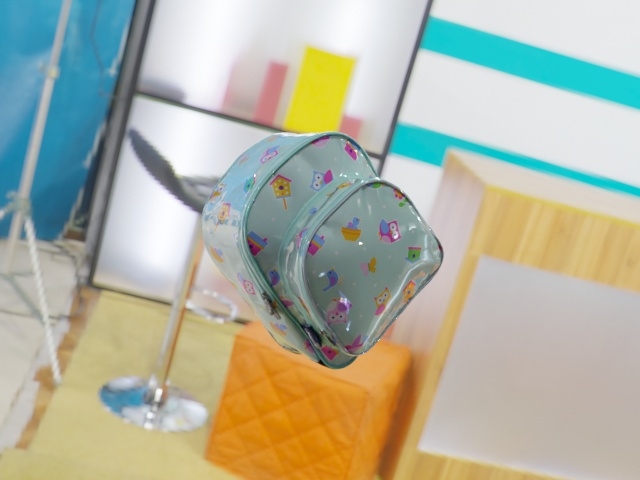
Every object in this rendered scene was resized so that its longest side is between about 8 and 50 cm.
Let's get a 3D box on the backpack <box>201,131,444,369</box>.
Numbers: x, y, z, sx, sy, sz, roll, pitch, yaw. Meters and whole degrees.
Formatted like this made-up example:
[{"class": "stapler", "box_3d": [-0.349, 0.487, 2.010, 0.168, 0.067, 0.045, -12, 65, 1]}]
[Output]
[{"class": "backpack", "box_3d": [0.000, 0.000, 0.961, 0.188, 0.166, 0.144, 50, -19, -20]}]
